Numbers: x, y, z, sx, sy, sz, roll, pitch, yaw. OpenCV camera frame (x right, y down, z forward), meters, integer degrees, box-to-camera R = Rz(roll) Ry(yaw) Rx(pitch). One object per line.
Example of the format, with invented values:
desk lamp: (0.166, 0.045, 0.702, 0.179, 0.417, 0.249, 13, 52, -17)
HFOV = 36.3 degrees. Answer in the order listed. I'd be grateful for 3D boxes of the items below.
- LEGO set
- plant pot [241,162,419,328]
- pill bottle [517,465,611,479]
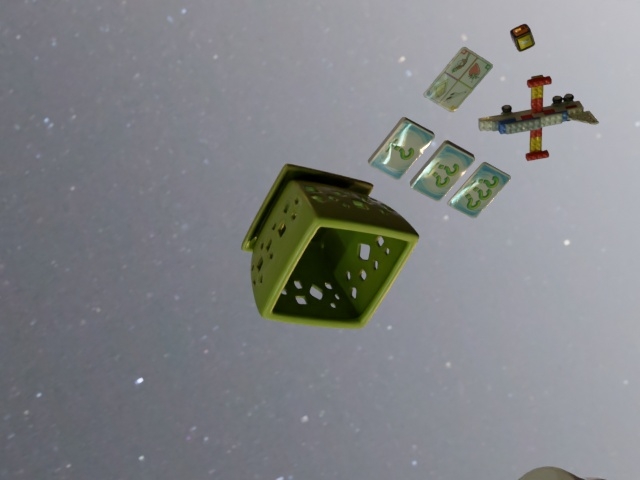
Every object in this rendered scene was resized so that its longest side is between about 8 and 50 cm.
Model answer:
LEGO set: (0.201, -0.133, 1.162, 0.182, 0.244, 0.060, 25, -150, -27)
plant pot: (0.000, 0.000, 1.720, 0.227, 0.228, 0.207, 10, -146, -33)
pill bottle: (0.491, 0.525, 1.615, 0.392, 0.224, 0.224, 29, -135, -27)
